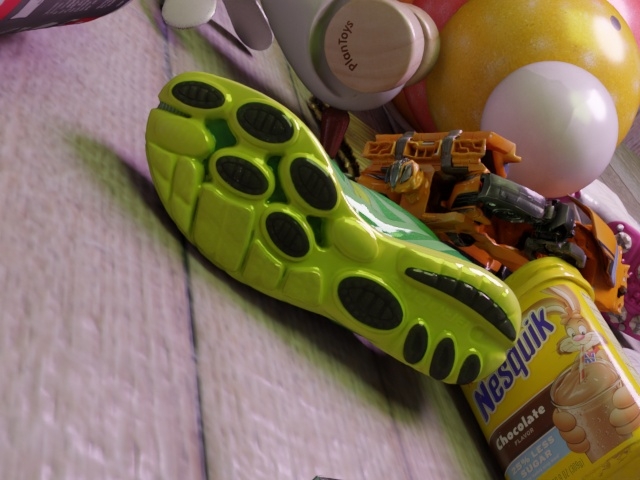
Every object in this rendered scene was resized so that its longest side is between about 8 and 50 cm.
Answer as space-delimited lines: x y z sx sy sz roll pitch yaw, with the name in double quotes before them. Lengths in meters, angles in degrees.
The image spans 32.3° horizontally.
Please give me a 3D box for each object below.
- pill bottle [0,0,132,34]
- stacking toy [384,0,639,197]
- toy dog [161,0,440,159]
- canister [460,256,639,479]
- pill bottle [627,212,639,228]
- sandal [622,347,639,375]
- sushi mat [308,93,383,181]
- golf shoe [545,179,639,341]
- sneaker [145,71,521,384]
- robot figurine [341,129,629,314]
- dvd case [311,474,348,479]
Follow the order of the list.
"pill bottle" -0.187 -0.215 0.667 0.176 0.176 0.318 44 20 -1
"stacking toy" 0.219 -0.163 1.114 0.351 0.350 0.480 39 20 -15
"toy dog" -0.044 -0.199 1.032 0.334 0.161 0.220 39 17 31
"canister" 0.169 0.113 0.797 0.073 0.126 0.170 28 27 -39
"pill bottle" 0.403 -0.010 1.570 0.160 0.087 0.087 43 19 -2
"sandal" 0.434 0.213 1.182 0.416 0.102 0.169 22 12 -22
"sushi mat" 0.120 -0.043 1.171 0.317 0.019 0.151 30 23 -37
"golf shoe" 0.378 0.004 1.422 0.140 0.115 0.306 -2 50 -46
"sneaker" 0.000 0.000 0.758 0.295 0.109 0.123 37 -2 -16
"robot figurine" 0.136 -0.011 0.917 0.291 0.211 0.085 33 65 -50
"dvd case" 0.049 0.172 0.603 0.119 0.013 0.087 24 28 -48
